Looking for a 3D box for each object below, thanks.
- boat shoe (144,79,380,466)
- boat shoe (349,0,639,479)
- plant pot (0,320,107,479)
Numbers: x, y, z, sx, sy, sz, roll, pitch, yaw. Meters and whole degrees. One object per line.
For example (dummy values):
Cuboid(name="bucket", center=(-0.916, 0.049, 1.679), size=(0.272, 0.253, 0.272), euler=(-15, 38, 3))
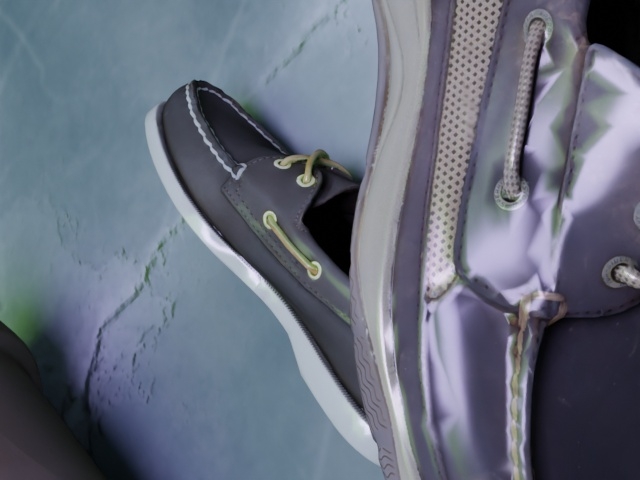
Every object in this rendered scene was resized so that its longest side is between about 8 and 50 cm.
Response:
Cuboid(name="boat shoe", center=(0.000, 0.000, 0.714), size=(0.068, 0.081, 0.227), euler=(-49, 65, 26))
Cuboid(name="boat shoe", center=(0.094, -0.022, 0.526), size=(0.130, 0.132, 0.355), euler=(-12, 81, 45))
Cuboid(name="plant pot", center=(-0.198, 0.216, 0.761), size=(0.280, 0.323, 0.323), euler=(35, 112, 21))
